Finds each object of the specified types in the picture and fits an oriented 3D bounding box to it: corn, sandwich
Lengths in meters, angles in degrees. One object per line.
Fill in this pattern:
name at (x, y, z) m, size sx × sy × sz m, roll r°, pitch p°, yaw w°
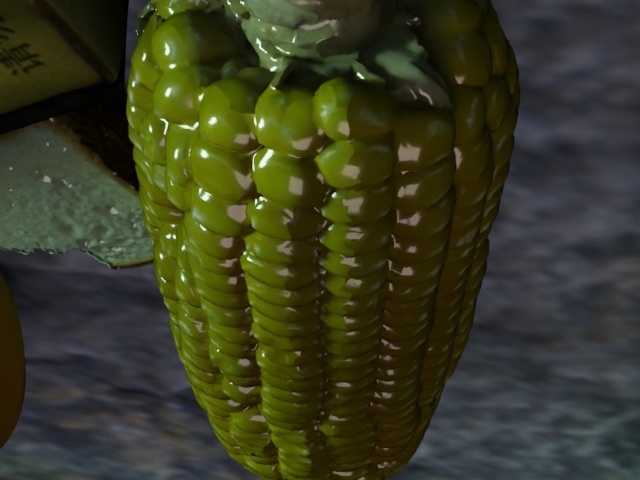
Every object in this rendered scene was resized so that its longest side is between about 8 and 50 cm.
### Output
corn at (0.000, 0.000, 0.528) m, size 0.119 × 0.119 × 0.322 m, roll 2°, pitch 153°, yaw 0°
sandwich at (-0.098, -0.021, 0.566) m, size 0.093 × 0.035 × 0.105 m, roll -21°, pitch 141°, yaw 28°

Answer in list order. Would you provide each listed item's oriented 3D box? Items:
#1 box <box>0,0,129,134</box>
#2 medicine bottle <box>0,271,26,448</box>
box at (-0.194, -0.078, 0.457) m, size 0.240 × 0.071 × 0.159 m, roll -16°, pitch 144°, yaw 23°
medicine bottle at (-0.225, 0.060, 0.639) m, size 0.192 × 0.096 × 0.096 m, roll -14°, pitch 143°, yaw 22°
